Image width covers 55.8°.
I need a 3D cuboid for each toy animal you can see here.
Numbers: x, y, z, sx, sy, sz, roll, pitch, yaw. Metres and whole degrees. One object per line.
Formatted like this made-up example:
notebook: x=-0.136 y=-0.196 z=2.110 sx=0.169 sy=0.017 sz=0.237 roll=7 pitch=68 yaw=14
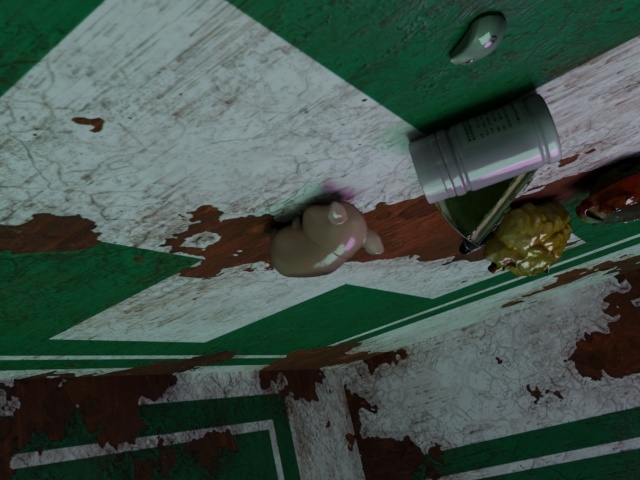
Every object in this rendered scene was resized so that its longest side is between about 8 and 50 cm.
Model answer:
toy animal: x=-0.006 y=0.002 z=1.341 sx=0.250 sy=0.154 sz=0.166 roll=-30 pitch=146 yaw=33

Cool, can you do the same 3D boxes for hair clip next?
hair clip: x=0.544 y=-0.005 z=1.862 sx=0.229 sy=0.039 sz=0.070 roll=-14 pitch=159 yaw=-4

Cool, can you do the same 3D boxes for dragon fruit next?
dragon fruit: x=0.813 y=-0.124 z=1.574 sx=0.295 sy=0.130 sz=0.268 roll=-11 pitch=160 yaw=-8

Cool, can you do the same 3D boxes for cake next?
cake: x=0.357 y=-0.152 z=1.315 sx=0.284 sy=0.172 sz=0.158 roll=-53 pitch=159 yaw=8

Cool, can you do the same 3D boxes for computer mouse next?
computer mouse: x=0.232 y=-0.284 z=0.888 sx=0.055 sy=0.032 sz=0.110 roll=-5 pitch=159 yaw=-22

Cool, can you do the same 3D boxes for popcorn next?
popcorn: x=0.579 y=0.007 z=1.687 sx=0.266 sy=0.192 sz=0.233 roll=-30 pitch=155 yaw=-6

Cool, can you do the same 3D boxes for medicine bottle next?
medicine bottle: x=0.300 y=-0.165 z=1.115 sx=0.249 sy=0.133 sz=0.133 roll=-21 pitch=160 yaw=15
